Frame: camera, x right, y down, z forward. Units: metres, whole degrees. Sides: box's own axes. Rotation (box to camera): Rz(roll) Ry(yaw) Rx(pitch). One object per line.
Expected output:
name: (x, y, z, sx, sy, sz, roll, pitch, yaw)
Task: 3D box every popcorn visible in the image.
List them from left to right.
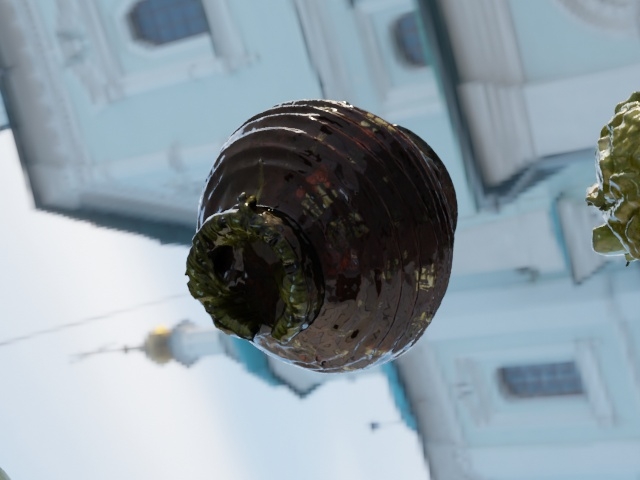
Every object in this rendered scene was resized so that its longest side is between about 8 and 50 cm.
popcorn: (0.258, -0.038, 1.175, 0.141, 0.162, 0.135, 52, -147, -26)

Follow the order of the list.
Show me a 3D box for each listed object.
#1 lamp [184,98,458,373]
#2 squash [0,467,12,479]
lamp: (0.000, 0.000, 1.339, 0.247, 0.247, 0.246, 13, -107, -49)
squash: (-0.285, 0.353, 1.220, 0.263, 0.384, 0.263, -16, -54, -24)
